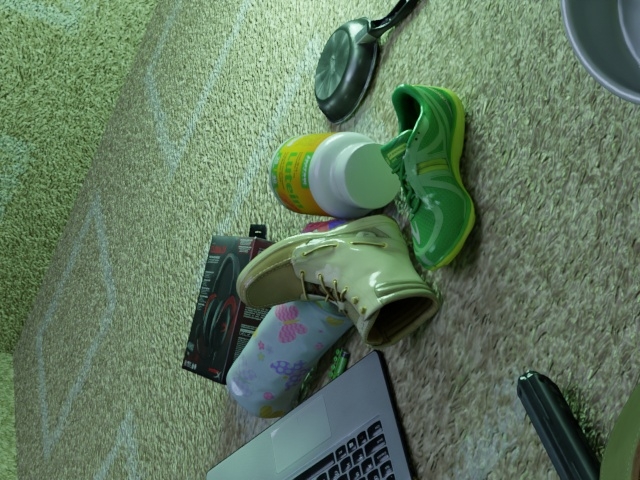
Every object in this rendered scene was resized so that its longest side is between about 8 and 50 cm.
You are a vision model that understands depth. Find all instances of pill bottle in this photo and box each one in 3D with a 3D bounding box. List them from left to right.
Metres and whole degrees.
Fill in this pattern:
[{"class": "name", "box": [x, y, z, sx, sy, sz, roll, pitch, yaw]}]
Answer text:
[{"class": "pill bottle", "box": [0.025, -0.104, 1.665, 0.246, 0.136, 0.136, 8, 84, 63]}]

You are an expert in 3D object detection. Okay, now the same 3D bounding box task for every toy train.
[{"class": "toy train", "box": [0.026, 0.209, 1.632, 0.024, 0.017, 0.083, 20, 94, 54]}]

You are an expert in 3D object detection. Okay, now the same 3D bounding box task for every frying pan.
[{"class": "frying pan", "box": [0.070, -0.314, 1.799, 0.326, 0.053, 0.197, -16, 63, 63]}]

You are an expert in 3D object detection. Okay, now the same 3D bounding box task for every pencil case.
[{"class": "pencil case", "box": [-0.046, 0.168, 1.681, 0.124, 0.113, 0.273, 42, 122, 15]}]

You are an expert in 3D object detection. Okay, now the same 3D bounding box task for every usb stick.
[{"class": "usb stick", "box": [0.271, 0.247, 1.072, 0.045, 0.077, 0.278, -37, 38, 14]}]

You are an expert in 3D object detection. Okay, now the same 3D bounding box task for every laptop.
[{"class": "laptop", "box": [-0.086, 0.361, 1.415, 0.382, 0.236, 0.408, -38, 40, 23]}]

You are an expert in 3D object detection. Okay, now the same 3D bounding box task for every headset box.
[{"class": "headset box", "box": [-0.139, 0.114, 1.897, 0.218, 0.110, 0.293, 4, 80, 64]}]

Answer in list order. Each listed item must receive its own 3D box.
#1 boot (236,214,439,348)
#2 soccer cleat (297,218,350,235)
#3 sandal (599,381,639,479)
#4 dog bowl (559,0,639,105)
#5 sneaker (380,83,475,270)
[{"class": "boot", "box": [0.021, 0.078, 1.492, 0.203, 0.262, 0.095, -115, 9, -49]}, {"class": "soccer cleat", "box": [0.000, 0.000, 1.685, 0.248, 0.083, 0.095, 131, 140, -67]}, {"class": "sandal", "box": [0.313, 0.230, 0.992, 0.240, 0.079, 0.088, -54, -7, -39]}, {"class": "dog bowl", "box": [0.372, -0.255, 1.009, 0.265, 0.104, 0.264, 0, 91, 44]}, {"class": "sneaker", "box": [0.138, -0.090, 1.454, 0.109, 0.124, 0.295, -40, 43, 48]}]
